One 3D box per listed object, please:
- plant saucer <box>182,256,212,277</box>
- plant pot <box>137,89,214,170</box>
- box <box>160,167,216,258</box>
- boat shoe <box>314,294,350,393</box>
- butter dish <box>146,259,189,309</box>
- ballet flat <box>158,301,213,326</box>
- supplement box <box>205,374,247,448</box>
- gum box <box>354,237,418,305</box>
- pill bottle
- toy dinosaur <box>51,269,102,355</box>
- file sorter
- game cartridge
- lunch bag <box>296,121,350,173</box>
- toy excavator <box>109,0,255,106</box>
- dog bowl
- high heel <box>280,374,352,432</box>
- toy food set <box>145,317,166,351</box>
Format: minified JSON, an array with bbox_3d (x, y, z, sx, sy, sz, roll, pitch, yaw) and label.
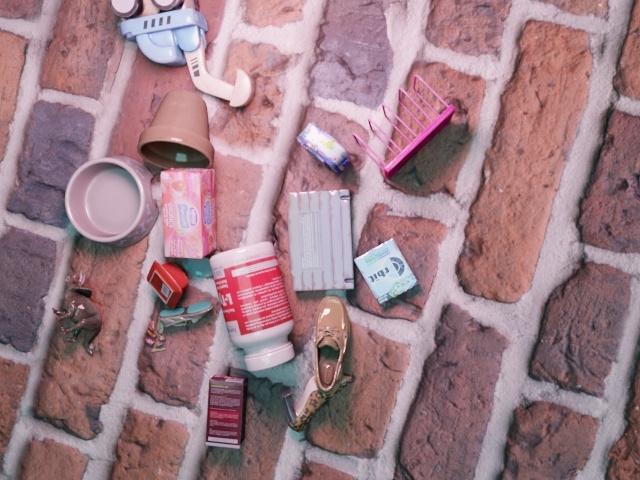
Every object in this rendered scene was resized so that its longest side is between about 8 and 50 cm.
[{"bbox_3d":[-0.439,0.088,1.966,0.119,0.021,0.119,5,135,6],"label":"plant saucer"},{"bbox_3d":[-0.490,-0.391,1.907,0.263,0.263,0.229,3,72,7],"label":"plant pot"},{"bbox_3d":[-0.458,-0.099,1.899,0.142,0.154,0.300,3,103,9],"label":"box"},{"bbox_3d":[0.039,0.348,1.856,0.122,0.110,0.341,0,71,4],"label":"boat shoe"},{"bbox_3d":[-0.533,0.143,1.964,0.160,0.118,0.160,49,137,8],"label":"butter dish"},{"bbox_3d":[-0.485,0.274,1.987,0.213,0.072,0.068,-11,116,8],"label":"ballet flat"},{"bbox_3d":[-0.338,0.615,1.958,0.130,0.073,0.239,4,92,6],"label":"supplement box"},{"bbox_3d":[0.230,0.109,1.900,0.157,0.041,0.184,-30,86,6],"label":"gum box"},{"bbox_3d":[-0.223,0.224,1.863,0.229,0.229,0.407,-16,88,7],"label":"pill bottle"},{"bbox_3d":[-0.878,0.282,1.998,0.160,0.121,0.313,-28,102,-26],"label":"toy dinosaur"},{"bbox_3d":[0.272,-0.378,1.813,0.291,0.202,0.182,-43,84,5],"label":"file sorter"},{"bbox_3d":[0.000,0.000,1.922,0.230,0.068,0.355,-2,90,11],"label":"game cartridge"},{"bbox_3d":[0.018,-0.307,1.835,0.176,0.219,0.090,39,95,5],"label":"lunch bag"},{"bbox_3d":[-0.474,-0.677,1.925,0.433,0.222,0.445,-7,103,7],"label":"toy excavator"},{"bbox_3d":[-0.772,-0.146,1.995,0.349,0.102,0.348,0,91,8],"label":"dog bowl"},{"bbox_3d":[-0.002,0.578,1.932,0.261,0.093,0.186,-15,115,-8],"label":"high heel"},{"bbox_3d":[-0.616,0.352,2.018,0.078,0.019,0.122,-11,89,7],"label":"toy food set"}]
